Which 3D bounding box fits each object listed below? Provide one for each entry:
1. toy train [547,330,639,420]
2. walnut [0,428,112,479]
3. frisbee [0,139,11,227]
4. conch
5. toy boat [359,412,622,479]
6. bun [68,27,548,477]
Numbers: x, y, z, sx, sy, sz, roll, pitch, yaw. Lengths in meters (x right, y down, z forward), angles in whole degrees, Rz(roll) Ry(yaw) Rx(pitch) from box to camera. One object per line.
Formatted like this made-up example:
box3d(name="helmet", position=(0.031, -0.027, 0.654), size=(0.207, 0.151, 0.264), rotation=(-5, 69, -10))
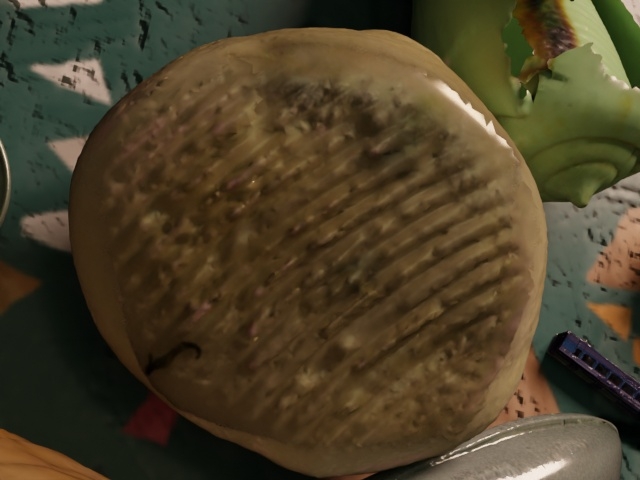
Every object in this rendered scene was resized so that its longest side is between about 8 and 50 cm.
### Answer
box3d(name="toy train", position=(0.166, 0.081, 0.750), size=(0.083, 0.017, 0.017), rotation=(37, 70, -6))
box3d(name="walnut", position=(-0.139, 0.216, 0.449), size=(0.306, 0.306, 0.344), rotation=(-43, 133, -23))
box3d(name="frisbee", position=(-0.209, -0.030, 0.654), size=(0.110, 0.014, 0.110), rotation=(5, 73, -19))
box3d(name="conch", position=(0.106, -0.135, 0.717), size=(0.143, 0.137, 0.250), rotation=(-3, 80, -44))
box3d(name="toy boat", position=(0.056, 0.140, 0.668), size=(0.260, 0.085, 0.078), rotation=(-16, 114, -31))
box3d(name="bun", position=(0.000, 0.000, 0.652), size=(0.237, 0.116, 0.210), rotation=(40, 95, -9))
